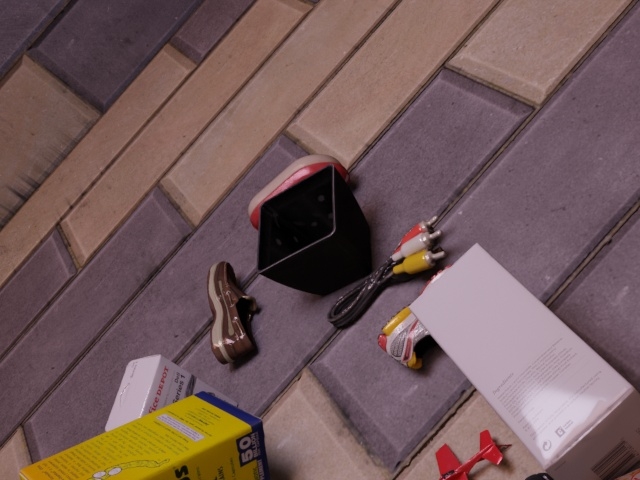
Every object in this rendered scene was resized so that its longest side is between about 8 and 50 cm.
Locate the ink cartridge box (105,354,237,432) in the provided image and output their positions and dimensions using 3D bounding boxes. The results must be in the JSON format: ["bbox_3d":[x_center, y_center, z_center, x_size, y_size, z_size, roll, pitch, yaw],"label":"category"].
[{"bbox_3d":[-0.277,0.336,1.669,0.093,0.219,0.160,-17,47,37],"label":"ink cartridge box"}]

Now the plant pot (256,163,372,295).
[{"bbox_3d":[0.000,0.000,1.732,0.188,0.167,0.187,-27,41,26],"label":"plant pot"}]

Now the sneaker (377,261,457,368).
[{"bbox_3d":[0.206,0.126,1.493,0.225,0.088,0.093,-47,57,3],"label":"sneaker"}]

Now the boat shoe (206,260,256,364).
[{"bbox_3d":[-0.177,0.143,1.864,0.095,0.095,0.257,-21,49,13],"label":"boat shoe"}]

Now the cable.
[{"bbox_3d":[0.117,0.050,1.647,0.287,0.072,0.139,-30,35,24],"label":"cable"}]

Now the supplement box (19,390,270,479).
[{"bbox_3d":[-0.277,0.422,1.462,0.357,0.194,0.195,-20,20,-35],"label":"supplement box"}]

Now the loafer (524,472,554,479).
[{"bbox_3d":[0.326,0.400,1.122,0.076,0.078,0.223,-16,47,-19],"label":"loafer"}]

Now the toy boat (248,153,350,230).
[{"bbox_3d":[-0.030,-0.072,1.878,0.231,0.151,0.151,-41,67,12],"label":"toy boat"}]

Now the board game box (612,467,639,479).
[{"bbox_3d":[0.427,0.346,1.030,0.147,0.045,0.193,-20,36,-10],"label":"board game box"}]

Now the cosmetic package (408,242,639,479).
[{"bbox_3d":[0.301,0.186,1.232,0.155,0.197,0.365,-44,38,6],"label":"cosmetic package"}]

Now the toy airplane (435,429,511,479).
[{"bbox_3d":[0.216,0.340,1.309,0.151,0.028,0.151,-30,31,20],"label":"toy airplane"}]
